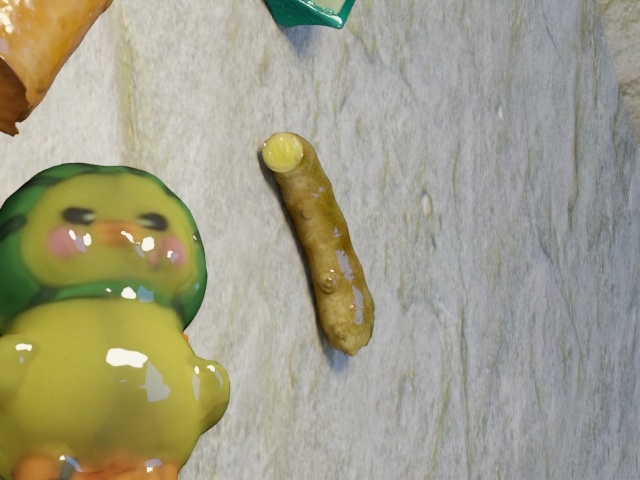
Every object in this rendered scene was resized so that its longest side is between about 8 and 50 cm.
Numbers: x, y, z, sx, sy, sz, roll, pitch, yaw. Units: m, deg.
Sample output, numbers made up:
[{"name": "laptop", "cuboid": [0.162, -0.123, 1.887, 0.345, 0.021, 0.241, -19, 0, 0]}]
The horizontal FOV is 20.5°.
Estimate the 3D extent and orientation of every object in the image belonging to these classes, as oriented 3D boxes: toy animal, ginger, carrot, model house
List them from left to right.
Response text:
[{"name": "carrot", "cuboid": [-0.247, -0.206, 1.425, 0.196, 0.196, 0.254, 56, 42, -45]}, {"name": "toy animal", "cuboid": [-0.188, 0.101, 1.439, 0.216, 0.191, 0.338, 6, 62, -21]}, {"name": "model house", "cuboid": [-0.010, -0.315, 2.057, 0.127, 0.149, 0.100, 29, 43, -5]}, {"name": "ginger", "cuboid": [0.003, -0.001, 2.053, 0.118, 0.065, 0.299, -84, 157, -59]}]

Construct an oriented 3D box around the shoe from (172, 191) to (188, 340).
[{"name": "shoe", "cuboid": [-0.147, 0.032, 1.683, 0.074, 0.077, 0.194, 55, 35, -45]}]
